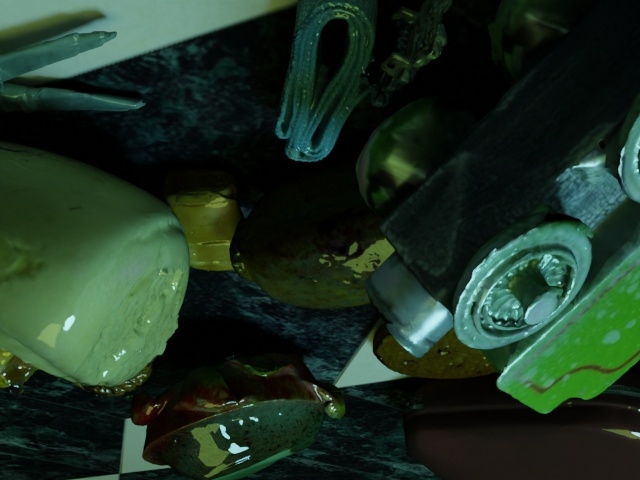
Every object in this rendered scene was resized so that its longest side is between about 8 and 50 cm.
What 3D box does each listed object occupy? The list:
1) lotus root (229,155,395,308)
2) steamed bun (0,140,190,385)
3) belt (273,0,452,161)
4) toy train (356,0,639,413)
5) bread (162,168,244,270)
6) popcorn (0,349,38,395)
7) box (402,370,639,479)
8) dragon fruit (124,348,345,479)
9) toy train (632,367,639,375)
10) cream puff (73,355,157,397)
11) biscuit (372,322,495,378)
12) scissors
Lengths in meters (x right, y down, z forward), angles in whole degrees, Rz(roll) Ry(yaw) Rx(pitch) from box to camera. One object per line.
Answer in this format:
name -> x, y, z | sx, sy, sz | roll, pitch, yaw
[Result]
lotus root -> 0.041, -0.011, 0.757 | 0.241, 0.124, 0.123 | -15, 135, 21
steamed bun -> -0.231, 0.005, 0.723 | 0.232, 0.166, 0.273 | 29, 171, 12
belt -> 0.019, -0.120, 0.634 | 0.100, 0.065, 0.179 | 14, 151, -7
toy train -> 0.180, -0.033, 0.594 | 0.307, 0.173, 0.249 | -45, 135, 11
bread -> -0.105, -0.017, 0.819 | 0.074, 0.053, 0.132 | -1, 149, 2
popcorn -> -0.336, 0.083, 0.909 | 0.152, 0.148, 0.167 | 39, 168, 26
box -> 0.316, 0.277, 1.216 | 0.404, 0.108, 0.263 | -11, 138, 36
dragon fruit -> -0.109, 0.231, 1.123 | 0.268, 0.130, 0.295 | -30, 160, 13
toy train -> 0.508, 0.211, 1.191 | 0.127, 0.089, 0.219 | 18, 149, -10
cream puff -> -0.257, 0.141, 1.061 | 0.119, 0.104, 0.133 | -9, 151, 3
biscuit -> 0.168, 0.131, 1.099 | 0.212, 0.036, 0.212 | 1, 152, 0
scissors -> -0.328, -0.115, 0.670 | 0.383, 0.029, 0.256 | -5, 154, 8
